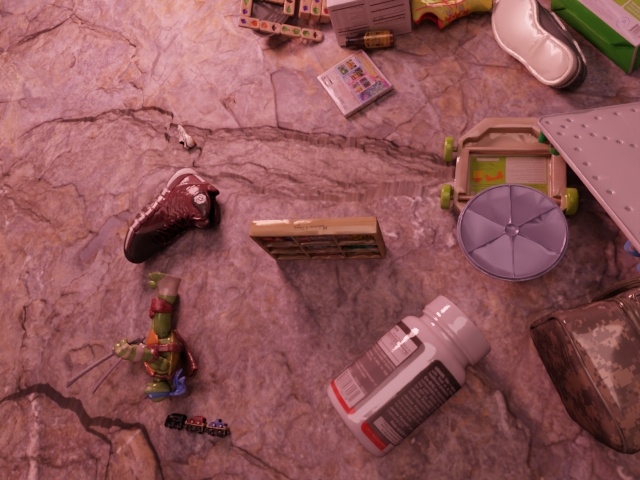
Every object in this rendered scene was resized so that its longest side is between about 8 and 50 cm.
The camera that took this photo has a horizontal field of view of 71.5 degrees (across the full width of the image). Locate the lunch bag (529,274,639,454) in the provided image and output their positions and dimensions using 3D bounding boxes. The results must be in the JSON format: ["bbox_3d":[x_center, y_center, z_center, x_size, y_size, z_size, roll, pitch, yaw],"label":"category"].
[{"bbox_3d":[0.504,0.173,0.694,0.255,0.305,0.213,-22,69,11],"label":"lunch bag"}]

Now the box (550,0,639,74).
[{"bbox_3d":[0.684,-0.549,0.962,0.231,0.126,0.262,-39,65,16],"label":"box"}]

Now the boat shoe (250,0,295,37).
[{"bbox_3d":[-0.125,-0.725,1.300,0.118,0.103,0.321,17,80,-8],"label":"boat shoe"}]

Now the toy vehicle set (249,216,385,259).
[{"bbox_3d":[0.000,0.000,0.961,0.266,0.166,0.035,-1,70,15],"label":"toy vehicle set"}]

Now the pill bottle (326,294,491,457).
[{"bbox_3d":[0.165,0.246,0.832,0.283,0.161,0.161,-41,66,-2],"label":"pill bottle"}]

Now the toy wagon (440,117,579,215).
[{"bbox_3d":[0.394,-0.103,0.946,0.266,0.068,0.345,4,73,17],"label":"toy wagon"}]

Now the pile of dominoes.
[{"bbox_3d":[-0.091,-0.667,1.226,0.250,0.040,0.196,6,84,-10],"label":"pile of dominoes"}]

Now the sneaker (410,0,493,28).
[{"bbox_3d":[0.331,-0.588,1.138,0.208,0.081,0.094,7,96,12],"label":"sneaker"}]

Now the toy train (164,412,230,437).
[{"bbox_3d":[-0.267,0.401,0.970,0.158,0.027,0.036,2,61,17],"label":"toy train"}]

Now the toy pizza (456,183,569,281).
[{"bbox_3d":[0.370,-0.016,0.867,0.201,0.032,0.202,-5,69,13],"label":"toy pizza"}]

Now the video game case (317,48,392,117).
[{"bbox_3d":[0.087,-0.413,1.166,0.143,0.019,0.157,-32,65,2],"label":"video game case"}]

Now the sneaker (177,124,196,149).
[{"bbox_3d":[-0.385,-0.289,1.243,0.037,0.032,0.083,-40,65,-2],"label":"sneaker"}]

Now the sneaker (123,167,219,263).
[{"bbox_3d":[-0.355,-0.041,1.110,0.162,0.106,0.282,28,80,19],"label":"sneaker"}]

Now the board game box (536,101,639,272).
[{"bbox_3d":[0.647,-0.119,0.784,0.388,0.050,0.390,-9,48,-1],"label":"board game box"}]

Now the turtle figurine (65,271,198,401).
[{"bbox_3d":[-0.412,0.210,0.985,0.274,0.198,0.267,0,67,11],"label":"turtle figurine"}]

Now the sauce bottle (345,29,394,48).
[{"bbox_3d":[0.129,-0.528,1.174,0.128,0.042,0.042,-5,69,4],"label":"sauce bottle"}]

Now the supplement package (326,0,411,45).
[{"bbox_3d":[0.128,-0.687,1.183,0.203,0.145,0.262,-5,71,14],"label":"supplement package"}]

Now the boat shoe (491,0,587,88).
[{"bbox_3d":[0.512,-0.475,1.048,0.098,0.116,0.320,1,55,-30],"label":"boat shoe"}]
